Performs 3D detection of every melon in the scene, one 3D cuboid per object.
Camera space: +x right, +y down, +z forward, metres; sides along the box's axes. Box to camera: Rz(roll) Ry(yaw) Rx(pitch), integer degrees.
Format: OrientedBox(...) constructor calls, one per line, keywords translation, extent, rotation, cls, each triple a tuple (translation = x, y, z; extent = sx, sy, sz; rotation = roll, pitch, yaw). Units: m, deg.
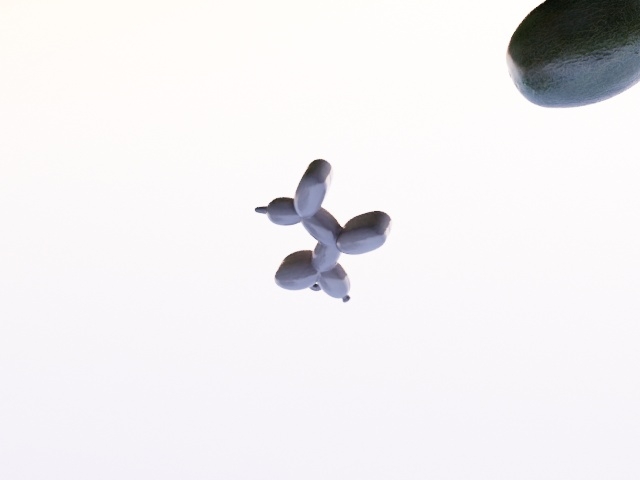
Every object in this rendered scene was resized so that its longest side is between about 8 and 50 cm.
OrientedBox(translation=(0.259, -0.188, 1.553), extent=(0.167, 0.114, 0.114), rotation=(-25, -163, 5), cls="melon")

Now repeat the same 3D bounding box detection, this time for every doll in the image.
OrientedBox(translation=(0.000, 0.000, 1.890), extent=(0.160, 0.161, 0.059), rotation=(-38, -163, 35), cls="doll")
